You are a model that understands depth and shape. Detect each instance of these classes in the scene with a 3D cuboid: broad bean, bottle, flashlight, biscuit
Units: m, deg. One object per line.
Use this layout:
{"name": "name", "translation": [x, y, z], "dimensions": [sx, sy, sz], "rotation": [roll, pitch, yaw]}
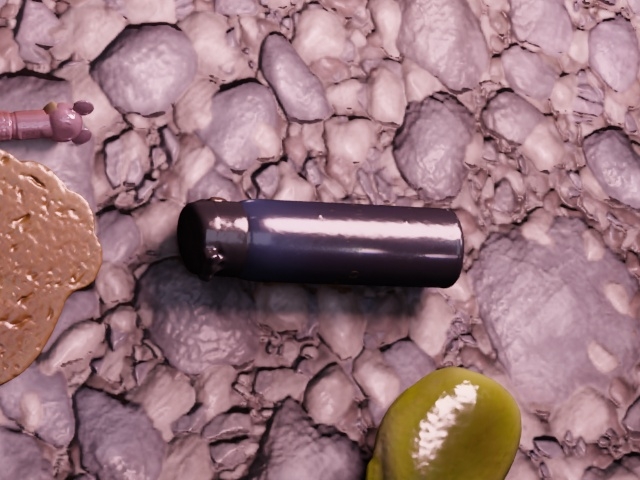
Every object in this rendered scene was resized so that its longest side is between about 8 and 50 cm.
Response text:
{"name": "broad bean", "translation": [0.102, 0.194, 1.681], "dimensions": [0.124, 0.082, 0.174], "rotation": [29, 65, -16]}
{"name": "bottle", "translation": [0.000, 0.000, 1.665], "dimensions": [0.244, 0.072, 0.082], "rotation": [2, 46, -21]}
{"name": "flashlight", "translation": [-0.244, -0.098, 1.607], "dimensions": [0.110, 0.052, 0.031], "rotation": [-4, 49, -15]}
{"name": "biscuit", "translation": [-0.285, 0.023, 1.567], "dimensions": [0.181, 0.049, 0.208], "rotation": [35, 73, -14]}
